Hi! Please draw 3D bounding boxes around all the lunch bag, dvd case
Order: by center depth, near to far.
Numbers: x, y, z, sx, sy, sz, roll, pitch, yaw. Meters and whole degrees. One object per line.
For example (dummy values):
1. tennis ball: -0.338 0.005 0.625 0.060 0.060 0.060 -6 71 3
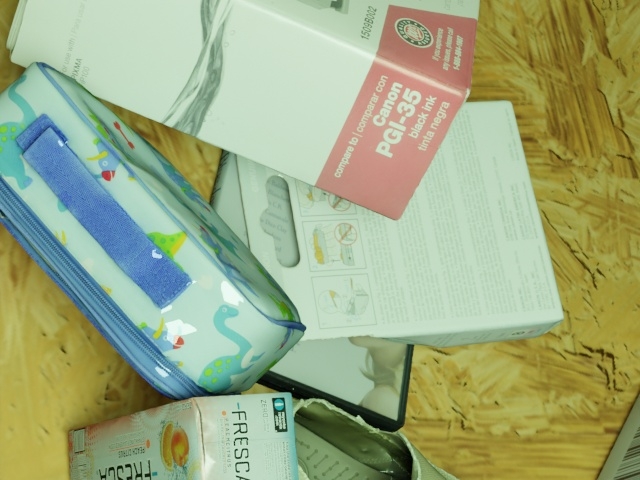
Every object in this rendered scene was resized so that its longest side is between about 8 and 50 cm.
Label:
1. lunch bag: -0.112 0.000 0.747 0.090 0.176 0.219 -43 81 0
2. dvd case: 0.000 0.000 0.934 0.180 0.022 0.253 24 56 -21

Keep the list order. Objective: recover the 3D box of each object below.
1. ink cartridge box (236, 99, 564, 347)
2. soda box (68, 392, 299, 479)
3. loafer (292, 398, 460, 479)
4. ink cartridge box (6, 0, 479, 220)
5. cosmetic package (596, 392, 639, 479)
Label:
1. ink cartridge box: 0.053 -0.012 0.942 0.232 0.066 0.189 -5 69 -13
2. soda box: -0.084 0.127 0.713 0.063 0.183 0.058 1 77 -32
3. loafer: 0.049 0.186 0.828 0.268 0.092 0.102 28 55 -19
4. ink cartridge box: -0.042 -0.160 0.857 0.283 0.117 0.207 23 37 -7
5. cosmetic package: 0.426 0.302 0.968 0.453 0.161 0.230 44 52 -7
